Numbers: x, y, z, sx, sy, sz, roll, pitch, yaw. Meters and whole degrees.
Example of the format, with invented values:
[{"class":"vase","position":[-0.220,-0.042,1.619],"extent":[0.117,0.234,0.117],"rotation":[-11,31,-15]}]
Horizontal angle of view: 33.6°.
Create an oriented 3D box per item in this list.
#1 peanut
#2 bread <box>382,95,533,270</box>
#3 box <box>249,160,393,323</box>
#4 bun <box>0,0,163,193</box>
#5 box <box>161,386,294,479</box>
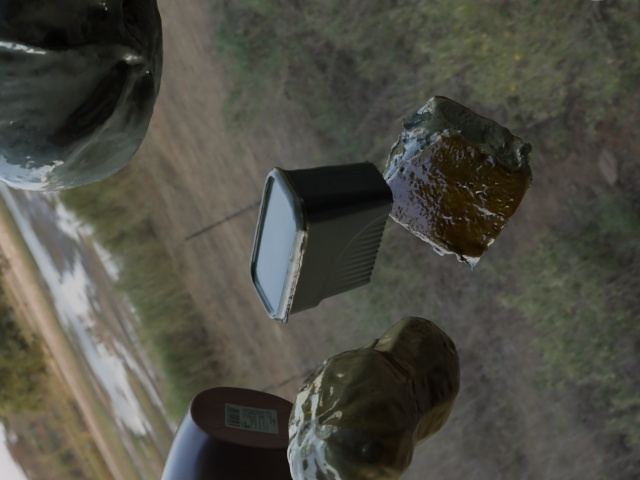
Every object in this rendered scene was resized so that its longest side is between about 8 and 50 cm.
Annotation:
[{"class":"peanut","position":[0.055,0.158,1.029],"extent":[0.130,0.290,0.130],"rotation":[6,105,24]},{"class":"bread","position":[0.259,-0.127,2.066],"extent":[0.279,0.225,0.250],"rotation":[31,118,8]},{"class":"box","position":[0.000,0.000,1.704],"extent":[0.274,0.178,0.138],"rotation":[104,146,-46]},{"class":"bun","position":[-0.268,-0.215,1.101],"extent":[0.354,0.194,0.354],"rotation":[-7,-90,-80]},{"class":"box","position":[-0.160,0.430,2.059],"extent":[0.301,0.301,0.216],"rotation":[38,123,51]}]
